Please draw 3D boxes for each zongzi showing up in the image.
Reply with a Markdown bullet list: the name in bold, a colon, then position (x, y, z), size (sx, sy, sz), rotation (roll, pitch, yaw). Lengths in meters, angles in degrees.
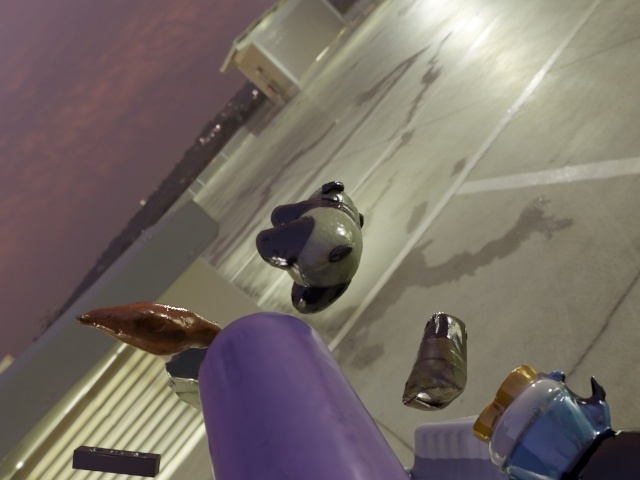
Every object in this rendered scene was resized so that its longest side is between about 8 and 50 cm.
- **zongzi**: position (0.342, 0.305, 1.586), size (0.300, 0.138, 0.286), rotation (112, -179, -67)

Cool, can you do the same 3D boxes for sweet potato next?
- **sweet potato**: position (-0.327, 0.187, 1.255), size (0.112, 0.359, 0.112), rotation (-23, 60, 47)

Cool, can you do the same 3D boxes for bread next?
- **bread**: position (-0.317, 0.453, 1.885), size (0.366, 0.382, 0.129), rotation (-27, 42, 46)

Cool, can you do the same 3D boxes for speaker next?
- **speaker**: position (-0.464, 0.504, 1.367), size (0.040, 0.191, 0.046), rotation (42, -126, -87)

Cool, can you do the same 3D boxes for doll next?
- **doll**: position (0.296, 0.250, 0.567), size (0.314, 0.141, 0.177), rotation (38, 96, 35)
- **doll**: position (0.001, 0.002, 0.903), size (0.135, 0.143, 0.234), rotation (-27, 17, 17)

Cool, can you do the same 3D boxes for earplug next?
- **earplug**: position (-0.019, 0.252, 0.642), size (0.215, 0.215, 0.456), rotation (-46, 39, 10)

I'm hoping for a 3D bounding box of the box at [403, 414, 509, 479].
- **box**: position (0.289, 0.356, 1.030), size (0.336, 0.264, 0.106), rotation (-31, 62, 54)
